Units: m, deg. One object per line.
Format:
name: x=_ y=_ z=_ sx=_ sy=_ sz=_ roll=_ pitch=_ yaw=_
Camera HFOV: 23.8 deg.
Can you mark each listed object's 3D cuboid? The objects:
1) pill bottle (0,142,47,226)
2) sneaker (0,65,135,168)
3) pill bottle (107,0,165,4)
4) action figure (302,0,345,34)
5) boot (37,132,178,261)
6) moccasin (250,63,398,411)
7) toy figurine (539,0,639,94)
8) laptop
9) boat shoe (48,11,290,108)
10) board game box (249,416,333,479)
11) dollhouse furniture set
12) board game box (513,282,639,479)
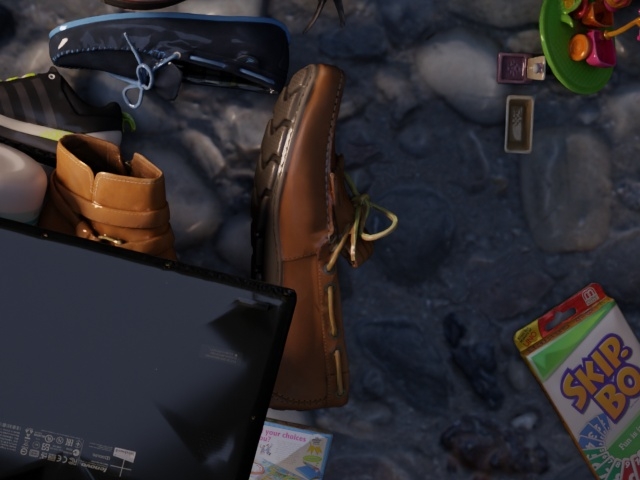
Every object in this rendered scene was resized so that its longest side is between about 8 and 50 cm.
pill bottle: x=-0.384 y=0.031 z=1.578 sx=0.146 sy=0.146 sz=0.264 roll=16 pitch=107 yaw=-9
sneaker: x=-0.316 y=-0.144 z=1.627 sx=0.234 sy=0.084 sz=0.097 roll=20 pitch=75 yaw=-15
pill bottle: x=-0.174 y=-0.330 z=1.472 sx=0.210 sy=0.363 sz=0.210 roll=-1 pitch=96 yaw=-8
action figure: x=-0.004 y=-0.363 z=1.607 sx=0.164 sy=0.141 sz=0.276 roll=-12 pitch=96 yaw=-18
boot: x=-0.171 y=0.023 z=1.578 sx=0.283 sy=0.109 sz=0.220 roll=25 pitch=122 yaw=21
moccasin: x=0.001 y=0.000 z=1.644 sx=0.147 sy=0.139 sz=0.380 roll=2 pitch=95 yaw=-10
toy figurine: x=0.337 y=-0.257 z=1.635 sx=0.130 sy=0.159 sz=0.173 roll=8 pitch=78 yaw=-41
laptop: x=-0.270 y=0.184 z=1.568 sx=0.381 sy=0.236 sz=0.408 roll=14 pitch=96 yaw=-10
boat shoe: x=-0.158 y=-0.192 z=1.616 sx=0.258 sy=0.109 sz=0.089 roll=-2 pitch=83 yaw=-5
board game box: x=-0.072 y=0.251 z=1.716 sx=0.154 sy=0.026 sz=0.103 roll=13 pitch=94 yaw=-9
dollhouse furniture set: x=0.248 y=-0.152 z=1.690 sx=0.091 sy=0.081 sz=0.114 roll=2 pitch=96 yaw=-8
board game box: x=0.338 y=0.187 z=1.763 sx=0.124 sy=0.039 sz=0.259 roll=-33 pitch=96 yaw=-4
